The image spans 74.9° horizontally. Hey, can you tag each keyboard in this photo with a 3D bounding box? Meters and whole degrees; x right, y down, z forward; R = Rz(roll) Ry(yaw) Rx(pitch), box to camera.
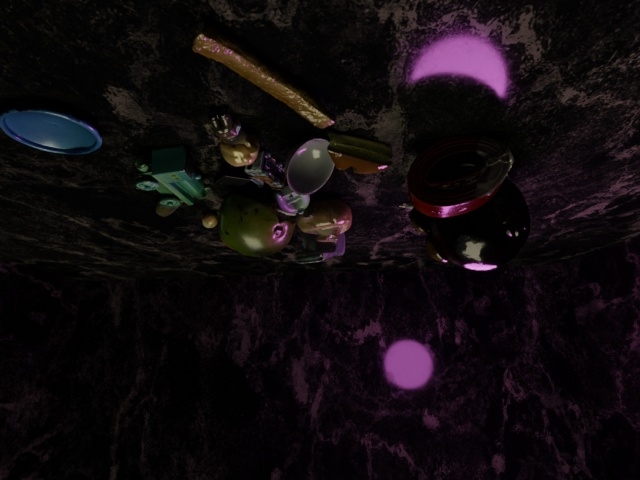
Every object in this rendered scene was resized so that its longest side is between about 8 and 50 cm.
[{"bbox_3d":[-0.336,-0.203,1.531,0.104,0.041,0.381,6,172,-21],"label":"keyboard"}]

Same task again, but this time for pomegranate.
[{"bbox_3d":[-0.283,-0.053,1.645,0.359,0.215,0.310,14,177,39],"label":"pomegranate"}]

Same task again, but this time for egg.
[{"bbox_3d":[-0.506,-0.094,1.913,0.072,0.071,0.083,5,161,-21],"label":"egg"}]

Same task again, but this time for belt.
[{"bbox_3d":[0.428,-0.206,1.296,0.324,0.227,0.115,-23,162,6],"label":"belt"}]

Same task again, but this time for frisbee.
[{"bbox_3d":[-0.734,-0.307,1.146,0.243,0.045,0.242,0,165,0],"label":"frisbee"}]

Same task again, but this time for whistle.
[{"bbox_3d":[0.004,0.032,1.992,0.168,0.404,0.188,-6,123,18],"label":"whistle"}]

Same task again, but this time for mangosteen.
[{"bbox_3d":[0.551,-0.073,1.570,0.383,0.381,0.435,7,178,-29],"label":"mangosteen"}]

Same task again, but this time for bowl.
[{"bbox_3d":[-0.052,-0.243,1.307,0.086,0.189,0.189,39,-167,38],"label":"bowl"}]

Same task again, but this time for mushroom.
[{"bbox_3d":[-0.218,-0.177,1.670,0.123,0.052,0.123,-2,162,-1],"label":"mushroom"},{"bbox_3d":[0.014,-0.086,1.792,0.255,0.183,0.255,1,179,0],"label":"mushroom"}]

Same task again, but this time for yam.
[{"bbox_3d":[-0.612,-0.150,1.690,0.078,0.078,0.179,8,162,-31],"label":"yam"}]

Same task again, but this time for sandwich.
[{"bbox_3d":[0.109,-0.265,1.295,0.245,0.089,0.088,7,160,-29],"label":"sandwich"}]

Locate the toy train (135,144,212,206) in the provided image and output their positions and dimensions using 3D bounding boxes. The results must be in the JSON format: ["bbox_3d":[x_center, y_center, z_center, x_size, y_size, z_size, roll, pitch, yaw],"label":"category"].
[{"bbox_3d":[-0.489,-0.207,1.415,0.194,0.119,0.298,-8,165,4],"label":"toy train"}]

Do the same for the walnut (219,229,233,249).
[{"bbox_3d":[-0.354,-0.039,1.919,0.196,0.195,0.222,-6,166,16],"label":"walnut"}]

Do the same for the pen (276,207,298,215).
[{"bbox_3d":[-0.184,-0.132,1.874,0.269,0.033,0.033,5,164,-23],"label":"pen"}]

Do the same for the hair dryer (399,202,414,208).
[{"bbox_3d":[0.441,-0.165,1.789,0.237,0.075,0.206,-1,160,31],"label":"hair dryer"}]

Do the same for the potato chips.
[{"bbox_3d":[-0.116,-0.362,0.945,0.057,0.080,0.407,-32,149,31],"label":"potato chips"}]

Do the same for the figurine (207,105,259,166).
[{"bbox_3d":[-0.250,-0.294,1.178,0.114,0.108,0.196,-15,145,10],"label":"figurine"}]

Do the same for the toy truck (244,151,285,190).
[{"bbox_3d":[-0.196,-0.236,1.408,0.115,0.080,0.178,3,169,20],"label":"toy truck"}]

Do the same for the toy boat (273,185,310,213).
[{"bbox_3d":[-0.105,-0.158,1.631,0.134,0.078,0.207,-27,161,2],"label":"toy boat"}]
